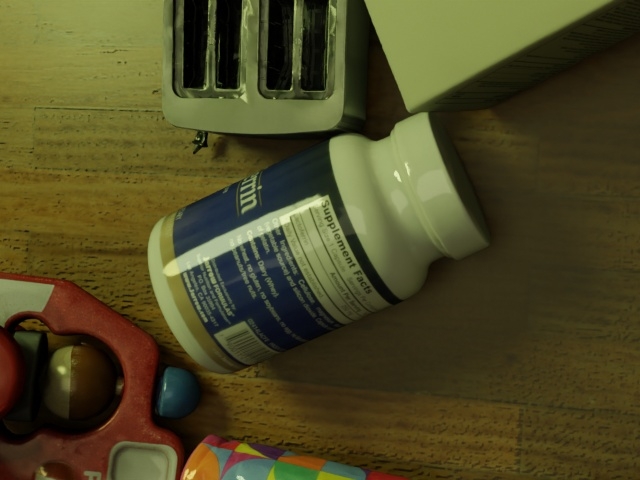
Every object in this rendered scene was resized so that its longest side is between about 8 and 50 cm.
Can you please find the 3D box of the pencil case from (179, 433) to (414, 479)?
[{"bbox_3d":[-0.010,0.246,0.900,0.236,0.104,0.105,12,94,16],"label":"pencil case"}]

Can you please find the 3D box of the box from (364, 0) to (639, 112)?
[{"bbox_3d":[0.170,-0.204,0.778,0.232,0.148,0.127,-25,83,35],"label":"box"}]

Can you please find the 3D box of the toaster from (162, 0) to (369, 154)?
[{"bbox_3d":[-0.047,-0.165,0.880,0.168,0.110,0.186,3,96,13],"label":"toaster"}]

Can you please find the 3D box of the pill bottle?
[{"bbox_3d":[0.000,0.000,0.862,0.264,0.153,0.153,-24,85,14],"label":"pill bottle"}]

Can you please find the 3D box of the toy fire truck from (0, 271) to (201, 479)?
[{"bbox_3d":[-0.247,0.189,0.938,0.253,0.169,0.302,8,83,-9],"label":"toy fire truck"}]
